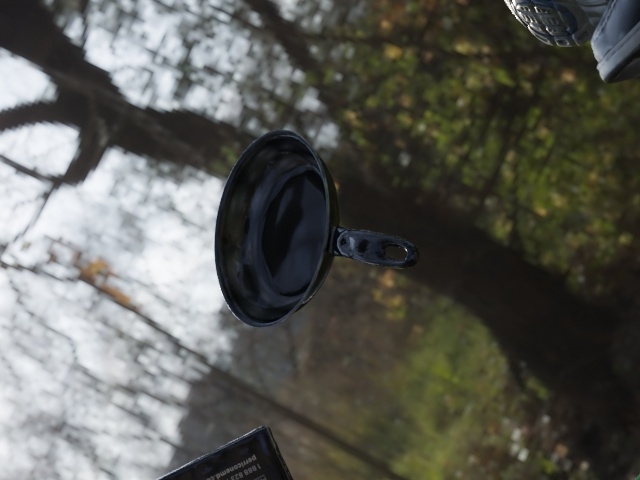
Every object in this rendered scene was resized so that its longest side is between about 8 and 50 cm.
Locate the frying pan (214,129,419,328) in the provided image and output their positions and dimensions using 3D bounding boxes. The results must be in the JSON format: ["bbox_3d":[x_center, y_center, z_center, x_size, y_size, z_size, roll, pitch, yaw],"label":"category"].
[{"bbox_3d":[-0.003,-0.028,1.504,0.326,0.053,0.197,-24,64,49],"label":"frying pan"}]

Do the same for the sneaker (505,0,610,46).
[{"bbox_3d":[0.301,-0.250,1.460,0.129,0.297,0.111,-53,-50,-16],"label":"sneaker"}]

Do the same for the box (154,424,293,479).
[{"bbox_3d":[-0.082,0.335,1.257,0.182,0.294,0.296,-25,-8,-19],"label":"box"}]

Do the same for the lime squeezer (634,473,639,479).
[{"bbox_3d":[0.401,0.137,1.428,0.310,0.110,0.059,-19,-1,-23],"label":"lime squeezer"}]

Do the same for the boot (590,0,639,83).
[{"bbox_3d":[0.189,-0.213,0.868,0.085,0.179,0.236,-20,-19,-26],"label":"boot"}]
